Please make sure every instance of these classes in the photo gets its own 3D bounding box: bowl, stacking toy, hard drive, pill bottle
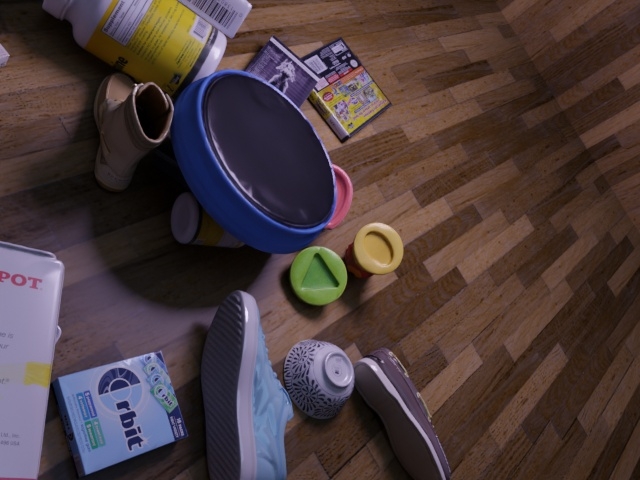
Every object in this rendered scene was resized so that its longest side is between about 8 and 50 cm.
[{"bbox_3d":[0.016,0.275,1.350,0.170,0.080,0.170,21,55,-32],"label":"bowl"},{"bbox_3d":[0.000,0.000,1.514,0.279,0.130,0.309,-36,89,-20],"label":"stacking toy"},{"bbox_3d":[-0.208,-0.148,1.348,0.172,0.054,0.254,33,25,20],"label":"hard drive"},{"bbox_3d":[-0.377,-0.434,1.339,0.333,0.188,0.188,31,49,-24],"label":"pill bottle"},{"bbox_3d":[-0.200,-0.038,1.325,0.184,0.103,0.103,5,63,-40],"label":"pill bottle"},{"bbox_3d":[-0.114,-0.164,1.297,0.391,0.077,0.392,32,43,-35],"label":"bowl"}]

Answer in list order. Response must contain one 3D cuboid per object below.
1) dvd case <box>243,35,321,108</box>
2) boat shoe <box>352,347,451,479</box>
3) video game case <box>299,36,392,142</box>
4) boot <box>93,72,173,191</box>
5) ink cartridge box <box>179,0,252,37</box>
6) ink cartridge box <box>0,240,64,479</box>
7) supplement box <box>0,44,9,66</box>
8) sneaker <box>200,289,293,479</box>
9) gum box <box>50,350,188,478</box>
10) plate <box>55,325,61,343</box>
[{"bbox_3d":[-0.108,-0.397,1.647,0.164,0.018,0.221,38,56,-14],"label":"dvd case"},{"bbox_3d":[0.190,0.384,1.418,0.096,0.116,0.325,-25,78,-43],"label":"boat shoe"},{"bbox_3d":[0.060,-0.426,1.826,0.248,0.035,0.275,51,43,-5],"label":"video game case"},{"bbox_3d":[-0.355,-0.248,1.238,0.095,0.203,0.262,15,57,-33],"label":"boot"},{"bbox_3d":[-0.328,-0.612,1.496,0.308,0.091,0.385,30,13,-25],"label":"ink cartridge box"},{"bbox_3d":[-0.504,0.191,0.824,0.279,0.160,0.385,18,56,-34],"label":"ink cartridge box"},{"bbox_3d":[-0.625,-0.357,1.187,0.098,0.036,0.062,52,44,-4],"label":"supplement box"},{"bbox_3d":[-0.125,0.279,1.204,0.150,0.135,0.366,17,64,-43],"label":"sneaker"},{"bbox_3d":[-0.327,0.280,1.076,0.184,0.041,0.157,-8,72,-44],"label":"gum box"},{"bbox_3d":[-0.566,0.154,0.938,0.278,0.045,0.277,41,45,-15],"label":"plate"}]
